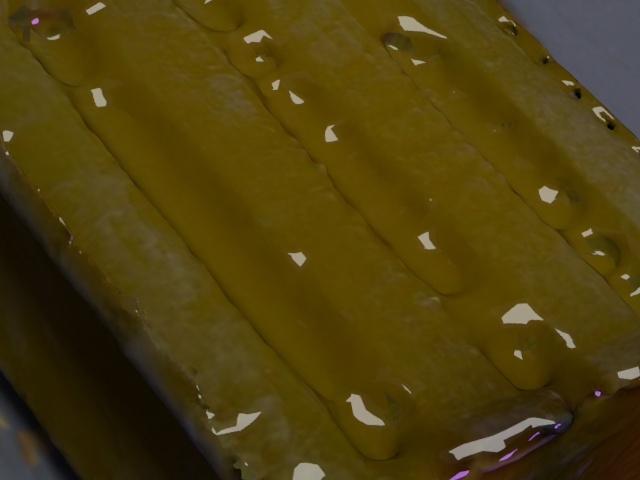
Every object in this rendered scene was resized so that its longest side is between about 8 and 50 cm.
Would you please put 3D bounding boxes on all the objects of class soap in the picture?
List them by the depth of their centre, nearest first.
[{"bbox_3d":[0.000,0.000,0.816,0.293,0.156,0.335,-22,57,-37],"label":"soap"}]
